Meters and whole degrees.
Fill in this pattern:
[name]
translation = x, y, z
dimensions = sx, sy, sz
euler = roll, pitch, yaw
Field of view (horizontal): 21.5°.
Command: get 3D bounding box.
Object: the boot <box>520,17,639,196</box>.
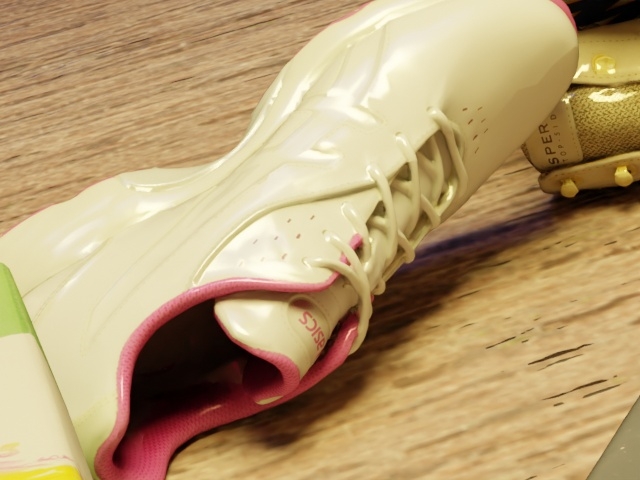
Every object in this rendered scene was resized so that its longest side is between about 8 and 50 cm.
[boot]
translation = 0.190, -0.060, 0.773
dimensions = 0.203, 0.095, 0.262
euler = -7, 18, 10

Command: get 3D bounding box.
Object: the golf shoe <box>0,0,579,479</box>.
[golf shoe]
translation = 0.000, 0.000, 0.721
dimensions = 0.306, 0.115, 0.140
euler = -34, 40, -7

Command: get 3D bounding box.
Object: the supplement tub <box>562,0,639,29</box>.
[supplement tub]
translation = 0.145, -0.229, 0.894
dimensions = 0.235, 0.235, 0.325
euler = -17, -4, -9

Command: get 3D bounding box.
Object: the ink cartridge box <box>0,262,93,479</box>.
[ink cartridge box]
translation = -0.147, 0.145, 0.468
dimensions = 0.207, 0.119, 0.353
euler = -18, 25, -10

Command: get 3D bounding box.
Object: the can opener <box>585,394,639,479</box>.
[can opener]
translation = 0.162, 0.061, 0.556
dimensions = 0.095, 0.076, 0.283
euler = 2, 29, 32
